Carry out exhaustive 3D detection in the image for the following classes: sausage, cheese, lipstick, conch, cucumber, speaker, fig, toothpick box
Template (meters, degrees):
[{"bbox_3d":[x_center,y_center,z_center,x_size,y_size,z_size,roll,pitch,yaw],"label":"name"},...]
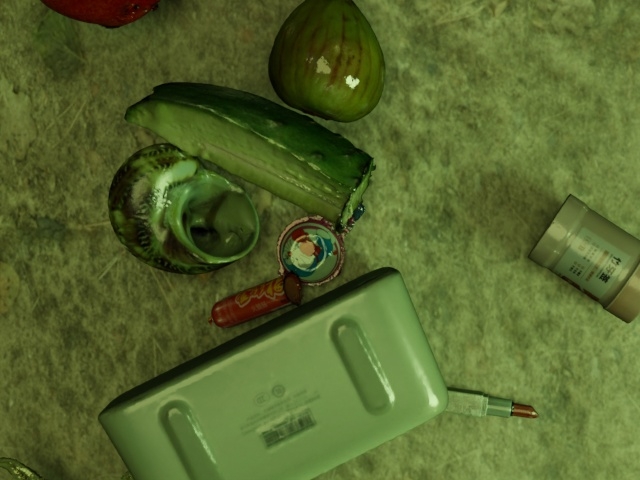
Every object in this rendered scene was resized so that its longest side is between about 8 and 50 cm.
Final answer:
[{"bbox_3d":[-0.092,0.082,1.508,0.145,0.048,0.050,-21,64,30],"label":"sausage"},{"bbox_3d":[0.000,0.000,1.503,0.095,0.038,0.145,39,98,6],"label":"cheese"},{"bbox_3d":[0.218,0.214,1.477,0.129,0.030,0.030,7,93,9],"label":"lipstick"},{"bbox_3d":[-0.184,-0.044,1.495,0.187,0.124,0.181,-3,79,-18],"label":"conch"},{"bbox_3d":[-0.083,-0.135,1.448,0.325,0.145,0.105,25,128,10],"label":"cucumber"},{"bbox_3d":[-0.050,0.200,1.422,0.406,0.183,0.184,-26,92,-2],"label":"speaker"},{"bbox_3d":[0.023,-0.282,1.442,0.151,0.151,0.259,13,90,9],"label":"fig"},{"bbox_3d":[0.345,0.022,1.417,0.149,0.098,0.098,34,97,8],"label":"toothpick box"}]

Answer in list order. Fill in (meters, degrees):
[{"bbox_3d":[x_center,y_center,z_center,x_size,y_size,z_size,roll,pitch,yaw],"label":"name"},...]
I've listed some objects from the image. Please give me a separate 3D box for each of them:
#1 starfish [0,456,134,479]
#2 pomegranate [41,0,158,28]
[{"bbox_3d":[-0.258,0.415,1.536,0.358,0.078,0.347,1,87,2],"label":"starfish"},{"bbox_3d":[-0.287,-0.382,1.464,0.235,0.210,0.210,43,98,34],"label":"pomegranate"}]
